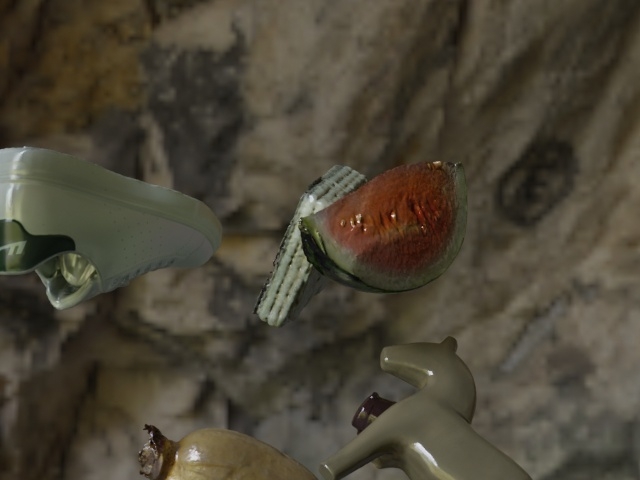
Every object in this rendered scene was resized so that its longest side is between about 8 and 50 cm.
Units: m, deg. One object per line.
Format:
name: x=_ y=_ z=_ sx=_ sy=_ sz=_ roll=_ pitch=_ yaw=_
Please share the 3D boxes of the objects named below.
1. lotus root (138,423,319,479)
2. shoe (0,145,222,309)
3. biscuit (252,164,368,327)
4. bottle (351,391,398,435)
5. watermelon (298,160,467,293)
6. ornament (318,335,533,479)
lotus root: x=-0.052 y=0.160 z=1.172 sx=0.150 sy=0.073 sz=0.062 roll=27 pitch=12 yaw=-13
shoe: x=-0.245 y=0.012 z=2.148 sx=0.132 sy=0.160 sz=0.363 roll=-1 pitch=-15 yaw=35
biscuit: x=0.000 y=0.000 z=1.984 sx=0.052 sy=0.150 sz=0.252 roll=25 pitch=15 yaw=6
bottle: x=0.115 y=0.225 z=2.062 sx=0.164 sy=0.060 sz=0.060 roll=26 pitch=-14 yaw=7
watermelon: x=0.073 y=-0.011 z=1.842 sx=0.245 sy=0.119 sz=0.063 roll=-20 pitch=16 yaw=-41
ornament: x=0.109 y=0.201 z=1.794 sx=0.245 sy=0.230 sz=0.061 roll=-32 pitch=-29 yaw=-38
